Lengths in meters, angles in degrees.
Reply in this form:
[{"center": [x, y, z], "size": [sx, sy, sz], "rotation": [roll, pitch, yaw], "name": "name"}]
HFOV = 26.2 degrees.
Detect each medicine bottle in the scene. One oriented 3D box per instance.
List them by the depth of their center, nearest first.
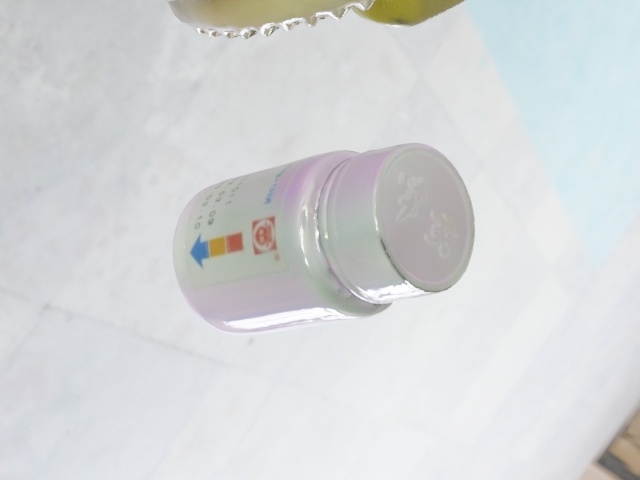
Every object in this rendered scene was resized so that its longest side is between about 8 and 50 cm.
[{"center": [0.000, 0.000, 1.208], "size": [0.152, 0.254, 0.152], "rotation": [13, 72, -44], "name": "medicine bottle"}]

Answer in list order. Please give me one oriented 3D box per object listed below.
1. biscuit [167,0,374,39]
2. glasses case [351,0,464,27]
[{"center": [0.014, -0.185, 0.682], "size": [0.259, 0.259, 0.079], "rotation": [-45, 123, -28], "name": "biscuit"}, {"center": [0.172, -0.430, 1.913], "size": [0.371, 0.173, 0.141], "rotation": [-32, 135, -36], "name": "glasses case"}]
